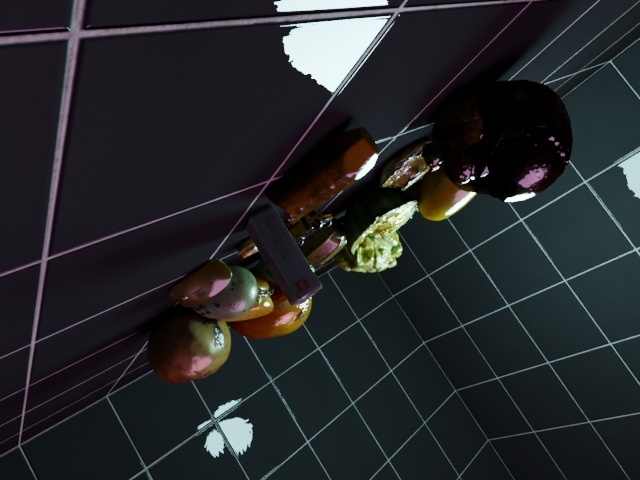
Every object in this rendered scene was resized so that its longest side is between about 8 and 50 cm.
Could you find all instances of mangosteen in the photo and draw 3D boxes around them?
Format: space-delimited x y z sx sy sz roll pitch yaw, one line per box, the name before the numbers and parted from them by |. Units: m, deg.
mangosteen | 0.547 -0.318 1.513 0.381 0.421 0.381 -163 -90 -89

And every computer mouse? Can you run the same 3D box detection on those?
computer mouse | -0.368 0.135 1.516 0.199 0.102 0.045 -33 -150 5

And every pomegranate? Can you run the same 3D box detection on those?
pomegranate | -0.494 0.395 1.877 0.322 0.322 0.322 -32 172 -5

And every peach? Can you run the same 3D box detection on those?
peach | -0.224 0.271 2.100 0.372 0.373 0.290 -32 134 -10

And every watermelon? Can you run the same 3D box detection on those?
watermelon | 0.209 -0.106 1.969 0.330 0.189 0.331 -39 163 -15

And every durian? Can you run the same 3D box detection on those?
durian | 0.374 -0.202 2.131 0.198 0.159 0.146 -41 146 -31

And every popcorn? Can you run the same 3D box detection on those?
popcorn | 0.247 0.026 2.544 0.335 0.274 0.279 9 130 -9

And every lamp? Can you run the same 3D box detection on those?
lamp | 0.000 0.000 1.881 0.185 0.161 0.161 -44 168 25

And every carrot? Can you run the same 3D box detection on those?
carrot | 0.001 -0.149 1.166 0.302 0.114 0.114 -35 172 27

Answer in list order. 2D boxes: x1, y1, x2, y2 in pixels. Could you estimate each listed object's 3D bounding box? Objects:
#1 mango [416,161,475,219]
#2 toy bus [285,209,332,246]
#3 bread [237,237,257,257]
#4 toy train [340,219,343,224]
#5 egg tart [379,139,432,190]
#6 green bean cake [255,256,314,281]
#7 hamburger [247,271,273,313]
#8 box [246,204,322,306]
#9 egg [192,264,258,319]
mango | 0.522 -0.254 1.922 0.446 0.232 0.300 -59 178 40
toy bus | -0.056 -0.046 1.630 0.194 0.088 0.083 -35 172 27
bread | -0.215 0.019 1.552 0.083 0.044 0.110 -37 174 33
toy train | 0.125 -0.082 2.281 0.055 0.048 0.252 -44 165 4
egg tart | 0.318 -0.260 1.767 0.241 0.106 0.241 -37 172 -6
green bean cake | -0.131 0.114 1.857 0.200 0.214 0.113 105 6 -79
hamburger | -0.295 0.204 1.843 0.246 0.170 0.246 -12 163 -4
box | -0.102 0.046 1.349 0.079 0.269 0.135 -30 173 -18
egg | -0.319 0.175 1.628 0.228 0.177 0.177 -15 169 -8
